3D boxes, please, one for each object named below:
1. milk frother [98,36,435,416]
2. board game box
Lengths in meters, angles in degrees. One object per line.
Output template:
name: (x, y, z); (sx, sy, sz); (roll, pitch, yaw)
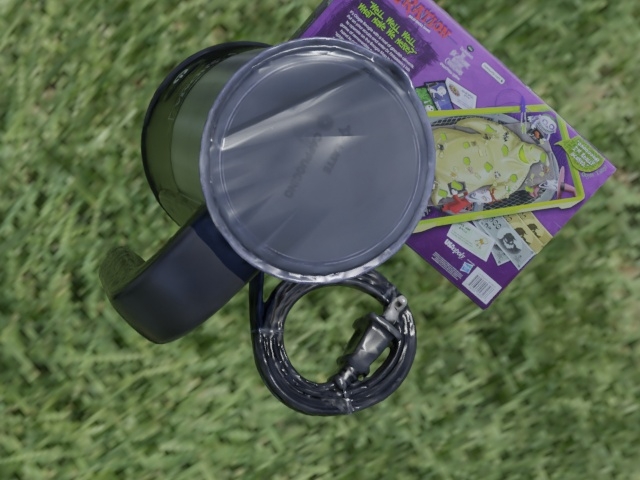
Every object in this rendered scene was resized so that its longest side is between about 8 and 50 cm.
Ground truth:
milk frother: (0.000, 0.000, 0.706); (0.143, 0.135, 0.129); (27, 89, -14)
board game box: (0.113, -0.113, 1.956); (0.347, 0.208, 0.056); (41, 12, -15)
